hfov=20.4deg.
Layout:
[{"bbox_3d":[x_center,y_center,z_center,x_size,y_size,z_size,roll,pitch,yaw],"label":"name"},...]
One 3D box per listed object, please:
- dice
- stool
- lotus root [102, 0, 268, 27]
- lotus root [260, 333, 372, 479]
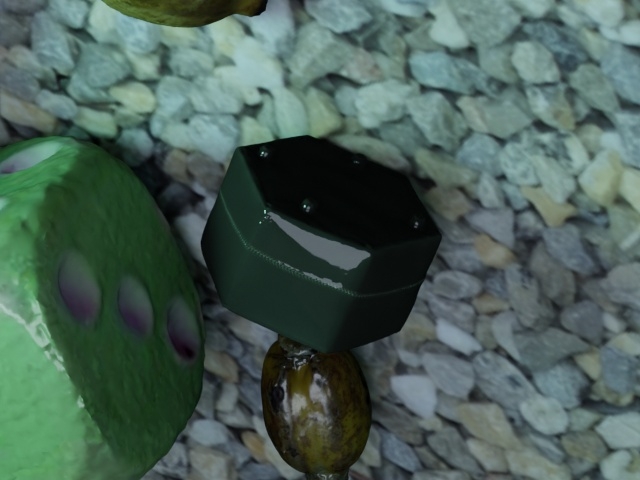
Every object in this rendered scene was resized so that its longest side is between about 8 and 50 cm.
[{"bbox_3d":[-0.323,0.094,1.863,0.318,0.330,0.322,-12,111,23],"label":"dice"},{"bbox_3d":[0.000,0.000,1.806,0.232,0.232,0.141,24,118,1],"label":"stool"},{"bbox_3d":[-0.149,-0.279,1.768,0.214,0.138,0.138,20,118,-9],"label":"lotus root"},{"bbox_3d":[-0.004,0.183,1.949,0.120,0.120,0.210,-4,114,15],"label":"lotus root"}]
